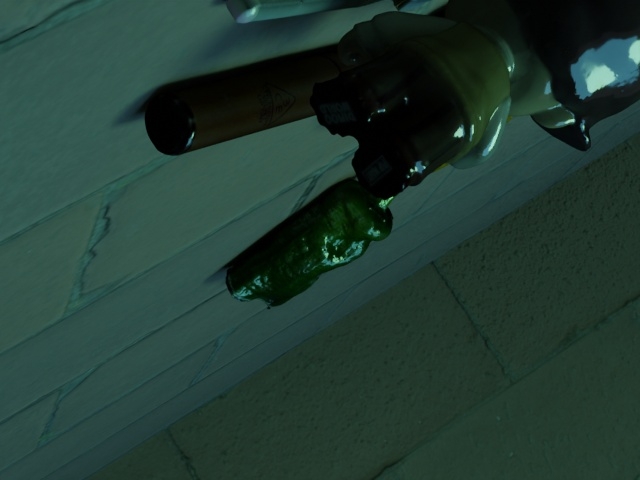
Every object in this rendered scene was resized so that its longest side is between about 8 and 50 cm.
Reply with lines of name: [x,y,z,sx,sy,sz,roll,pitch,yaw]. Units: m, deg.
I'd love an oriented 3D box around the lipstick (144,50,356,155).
lipstick: [-0.028,-0.137,1.334,0.057,0.057,0.356,-41,169,36]

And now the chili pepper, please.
chili pepper: [0.000,0.000,2.059,0.270,0.099,0.136,-31,148,20]

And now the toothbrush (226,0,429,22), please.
toothbrush: [0.018,-0.206,1.234,0.030,0.025,0.342,-36,172,28]

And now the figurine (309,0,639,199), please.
figurine: [0.156,-0.159,1.301,0.365,0.218,0.206,-36,170,-18]

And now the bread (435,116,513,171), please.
bread: [0.147,-0.166,1.606,0.198,0.120,0.236,-31,171,-33]
